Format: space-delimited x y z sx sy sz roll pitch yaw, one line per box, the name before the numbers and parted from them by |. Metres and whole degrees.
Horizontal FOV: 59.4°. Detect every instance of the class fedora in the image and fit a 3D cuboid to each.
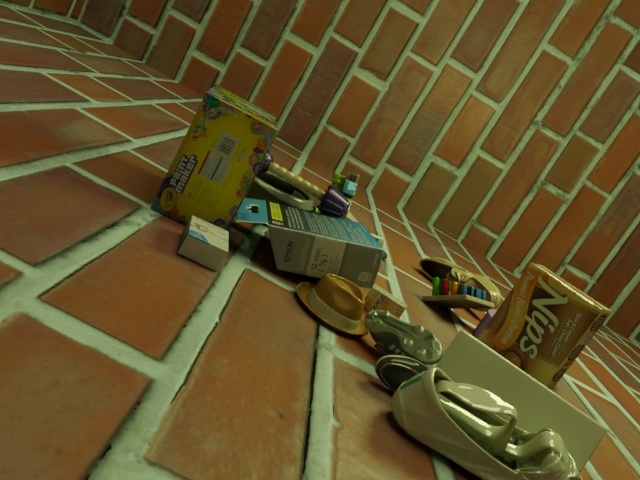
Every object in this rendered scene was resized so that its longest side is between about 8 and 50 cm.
fedora | -0.160 -0.129 1.636 0.276 0.124 0.243 29 14 -7
fedora | 0.041 0.129 1.234 0.194 0.079 0.194 29 14 -8

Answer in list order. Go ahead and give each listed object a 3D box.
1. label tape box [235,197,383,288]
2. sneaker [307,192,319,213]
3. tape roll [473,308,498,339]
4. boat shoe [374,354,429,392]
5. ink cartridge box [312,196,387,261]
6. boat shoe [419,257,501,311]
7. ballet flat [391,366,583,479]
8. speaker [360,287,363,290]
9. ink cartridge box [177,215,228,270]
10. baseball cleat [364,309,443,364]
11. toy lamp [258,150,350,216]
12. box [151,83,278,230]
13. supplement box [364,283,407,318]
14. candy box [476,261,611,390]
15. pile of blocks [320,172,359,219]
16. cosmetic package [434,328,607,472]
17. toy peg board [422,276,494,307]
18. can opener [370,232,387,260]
label tape box | -0.044 -0.001 1.392 0.348 0.115 0.249 11 14 -10
sneaker | -0.071 -0.131 1.881 0.084 0.097 0.235 18 19 -43
tape roll | 0.605 0.322 1.698 0.275 0.090 0.275 28 14 -8
boat shoe | 0.192 0.280 1.024 0.206 0.075 0.065 34 11 -6
ink cartridge box | 0.108 -0.055 2.056 0.261 0.066 0.296 23 16 -23
boat shoe | 0.489 0.156 2.014 0.110 0.121 0.341 14 11 -38
ballet flat | 0.309 0.339 0.919 0.400 0.139 0.139 31 14 1
speaker | 0.079 0.115 1.414 0.055 0.055 0.136 29 14 -7
ink cartridge box | -0.239 0.003 1.155 0.089 0.052 0.122 26 13 -17
baseball cleat | 0.173 0.210 1.134 0.206 0.072 0.109 31 -32 51
toy lamp | -0.048 -0.150 1.524 0.275 0.080 0.080 30 14 10
box | -0.247 -0.198 1.355 0.177 0.289 0.279 26 14 -14
supplement box | 0.158 0.162 1.394 0.098 0.062 0.036 32 15 11
candy box | 0.474 0.231 1.271 0.088 0.316 0.183 13 23 -50
pile of blocks | 0.057 -0.171 1.927 0.113 0.148 0.362 20 14 -1
cosmetic package | 0.376 0.315 1.111 0.310 0.113 0.160 34 -7 18
toy peg board | 0.435 0.163 1.763 0.161 0.079 0.161 18 -18 -40
can opener | 0.107 -0.003 1.847 0.284 0.075 0.095 20 16 -33
